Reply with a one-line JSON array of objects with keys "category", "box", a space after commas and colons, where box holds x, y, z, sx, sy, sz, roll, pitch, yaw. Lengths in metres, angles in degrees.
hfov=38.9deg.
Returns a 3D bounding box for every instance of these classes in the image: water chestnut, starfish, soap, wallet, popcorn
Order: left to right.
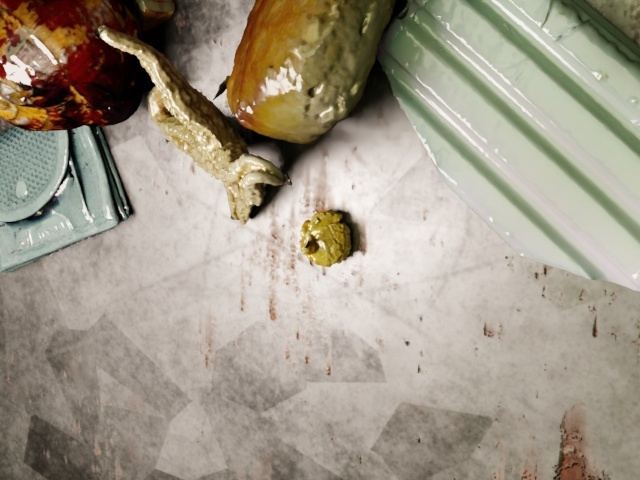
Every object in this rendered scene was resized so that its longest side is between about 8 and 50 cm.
[{"category": "wallet", "box": [-0.504, -0.091, 1.590, 0.342, 0.075, 0.237, -19, 90, 31]}, {"category": "water chestnut", "box": [-0.394, -0.298, 1.372, 0.289, 0.289, 0.244, -29, 67, 31]}, {"category": "starfish", "box": [-0.165, -0.152, 1.241, 0.082, 0.432, 0.324, -39, 87, -6]}, {"category": "popcorn", "box": [0.000, 0.000, 1.330, 0.084, 0.084, 0.084, 7, 105, 27]}, {"category": "soap", "box": [0.279, -0.141, 1.097, 0.446, 0.156, 0.261, 44, 119, 12]}]

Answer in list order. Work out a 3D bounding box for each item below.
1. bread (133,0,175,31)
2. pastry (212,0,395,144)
[{"category": "bread", "box": [-0.257, -0.360, 1.401, 0.109, 0.062, 0.043, 159, 90, -75]}, {"category": "pastry", "box": [-0.014, -0.273, 1.155, 0.136, 0.330, 0.330, 20, 117, -19]}]
